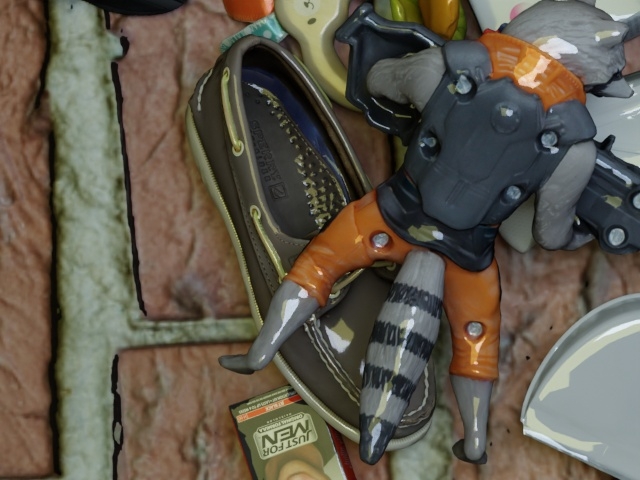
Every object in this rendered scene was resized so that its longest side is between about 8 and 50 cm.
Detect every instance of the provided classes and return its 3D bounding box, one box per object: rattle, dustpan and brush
[{"bbox_3d":[0.005,-0.166,1.314,0.200,0.143,0.130,19,104,7],"label":"rattle"},{"bbox_3d":[0.251,0.070,1.275,0.147,0.060,0.211,25,94,2],"label":"dustpan and brush"}]

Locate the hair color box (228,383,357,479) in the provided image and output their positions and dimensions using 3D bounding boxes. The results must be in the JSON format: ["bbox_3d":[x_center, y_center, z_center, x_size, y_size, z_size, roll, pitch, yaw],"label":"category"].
[{"bbox_3d":[-0.012,0.180,1.312,0.072,0.043,0.141,-21,79,6],"label":"hair color box"}]

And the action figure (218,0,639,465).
[{"bbox_3d":[0.132,-0.004,1.169,0.341,0.178,0.330,24,101,1],"label":"action figure"}]

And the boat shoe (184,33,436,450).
[{"bbox_3d":[0.000,0.000,1.292,0.117,0.096,0.324,-19,75,-25],"label":"boat shoe"}]

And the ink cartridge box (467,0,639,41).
[{"bbox_3d":[0.229,-0.327,1.325,0.330,0.071,0.324,-24,78,9],"label":"ink cartridge box"}]

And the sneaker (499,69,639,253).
[{"bbox_3d":[0.255,-0.071,1.278,0.297,0.111,0.129,-11,95,14],"label":"sneaker"}]

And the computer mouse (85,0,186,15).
[{"bbox_3d":[-0.234,-0.212,1.404,0.262,0.060,0.184,18,85,14],"label":"computer mouse"}]
